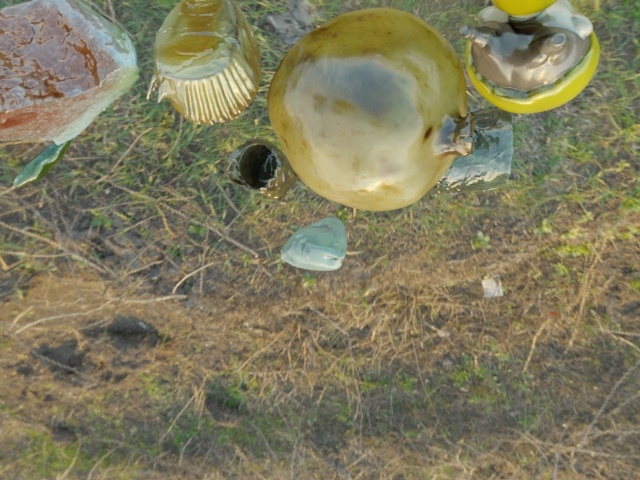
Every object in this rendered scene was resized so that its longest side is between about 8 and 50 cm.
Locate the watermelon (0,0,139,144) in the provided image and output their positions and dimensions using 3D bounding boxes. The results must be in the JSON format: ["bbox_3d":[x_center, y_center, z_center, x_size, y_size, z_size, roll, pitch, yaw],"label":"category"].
[{"bbox_3d":[-0.233,-0.119,0.398,0.098,0.158,0.121,59,151,-6],"label":"watermelon"}]

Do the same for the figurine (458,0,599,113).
[{"bbox_3d":[0.319,-0.352,0.850,0.187,0.215,0.343,-54,140,-11],"label":"figurine"}]

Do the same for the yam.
[{"bbox_3d":[0.311,-0.209,1.272,0.271,0.201,0.202,-3,106,9],"label":"yam"}]

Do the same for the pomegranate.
[{"bbox_3d":[0.068,-0.190,0.787,0.307,0.307,0.307,3,110,7],"label":"pomegranate"}]

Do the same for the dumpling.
[{"bbox_3d":[-0.008,0.002,1.371,0.217,0.105,0.149,6,83,43],"label":"dumpling"}]

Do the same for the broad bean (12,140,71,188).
[{"bbox_3d":[-0.633,-0.193,1.251,0.046,0.061,0.195,43,73,-25],"label":"broad bean"}]

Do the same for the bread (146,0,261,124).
[{"bbox_3d":[-0.255,-0.423,1.262,0.236,0.388,0.183,2,140,4],"label":"bread"}]

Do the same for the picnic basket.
[{"bbox_3d":[-0.151,-0.179,1.269,0.128,0.178,0.138,-52,59,19],"label":"picnic basket"}]
